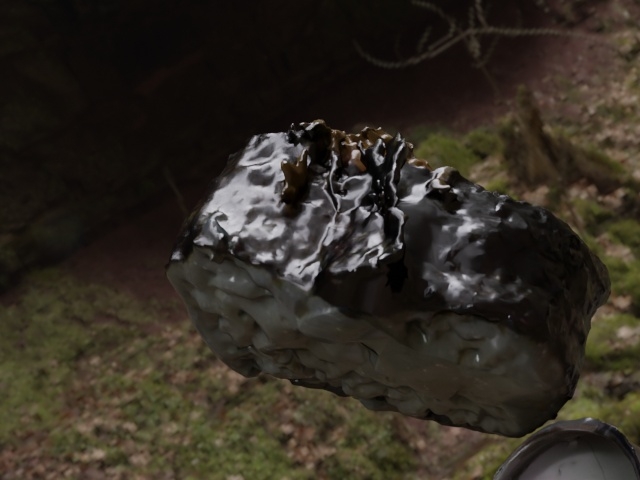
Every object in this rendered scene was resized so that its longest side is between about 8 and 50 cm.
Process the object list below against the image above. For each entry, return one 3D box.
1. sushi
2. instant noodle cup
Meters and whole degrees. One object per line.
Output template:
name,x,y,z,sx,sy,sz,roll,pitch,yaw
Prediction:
sushi,0.054,0.016,0.861,0.234,0.348,0.207,89,-158,-54
instant noodle cup,0.261,0.275,0.919,0.217,0.207,0.217,-39,29,27
